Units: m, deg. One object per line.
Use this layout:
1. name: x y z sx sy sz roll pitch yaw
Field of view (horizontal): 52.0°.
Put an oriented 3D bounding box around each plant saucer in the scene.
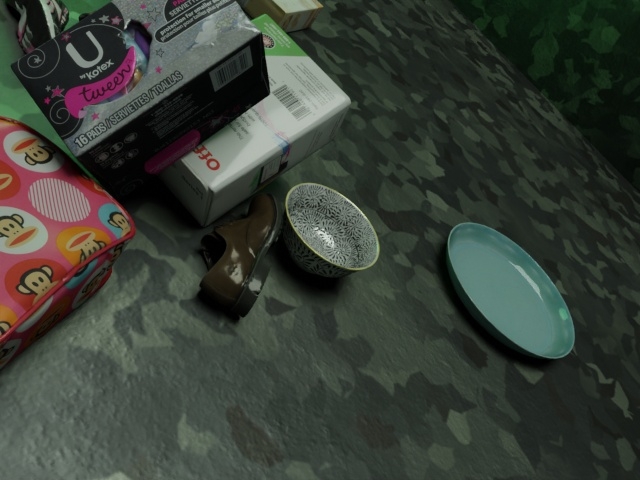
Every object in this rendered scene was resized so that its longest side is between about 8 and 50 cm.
1. plant saucer: 0.360 0.100 1.276 0.317 0.044 0.318 26 38 -22

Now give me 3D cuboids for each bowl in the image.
1. bowl: 0.000 0.000 1.013 0.170 0.080 0.170 25 37 -21

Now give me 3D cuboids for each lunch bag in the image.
1. lunch bag: -0.359 -0.011 0.650 0.258 0.120 0.293 41 33 -2

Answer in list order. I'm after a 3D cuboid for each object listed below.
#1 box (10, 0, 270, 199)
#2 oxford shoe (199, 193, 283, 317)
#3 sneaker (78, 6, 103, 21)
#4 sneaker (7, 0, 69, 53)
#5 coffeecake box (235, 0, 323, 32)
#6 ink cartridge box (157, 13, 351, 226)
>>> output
1. box: -0.203 -0.194 0.788 0.247 0.163 0.142 -38 79 -9
2. oxford shoe: -0.111 -0.004 0.914 0.096 0.083 0.227 28 36 -11
3. sneaker: -0.352 -0.309 1.054 0.064 0.061 0.158 -14 57 -19
4. sneaker: -0.416 -0.342 1.004 0.077 0.072 0.178 8 51 -52
5. coffeecake box: -0.100 -0.558 1.528 0.142 0.068 0.185 44 35 5
6. ink cartridge box: -0.127 -0.183 0.975 0.278 0.117 0.201 -38 80 -29
